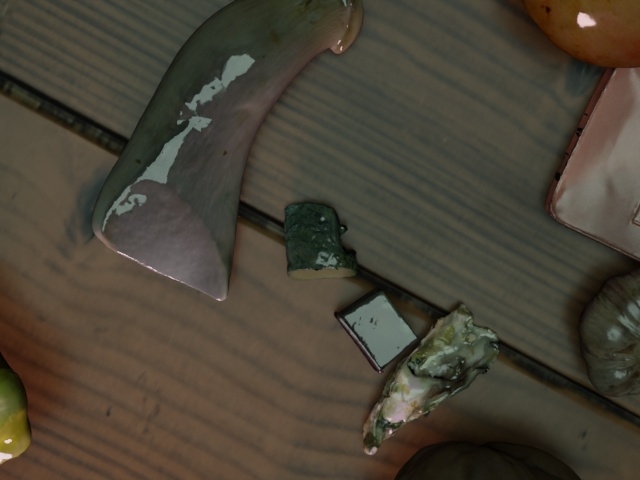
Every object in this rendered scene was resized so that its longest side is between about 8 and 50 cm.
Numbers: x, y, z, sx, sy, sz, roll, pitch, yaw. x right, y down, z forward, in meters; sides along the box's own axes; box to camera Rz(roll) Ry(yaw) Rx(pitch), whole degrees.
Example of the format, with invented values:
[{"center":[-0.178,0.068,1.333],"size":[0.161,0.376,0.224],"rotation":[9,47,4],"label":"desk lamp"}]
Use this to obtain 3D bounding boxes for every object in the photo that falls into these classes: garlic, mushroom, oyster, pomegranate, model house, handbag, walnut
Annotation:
[{"center":[0.358,0.097,1.880],"size":[0.147,0.102,0.159],"rotation":[9,114,-22],"label":"garlic"},{"center":[-0.099,-0.147,1.855],"size":[0.177,0.126,0.397],"rotation":[27,94,-12],"label":"mushroom"},{"center":[0.117,0.154,1.919],"size":[0.200,0.061,0.106],"rotation":[-27,92,-5],"label":"oyster"},{"center":[0.335,-0.304,1.791],"size":[0.229,0.270,0.252],"rotation":[-36,60,28],"label":"pomegranate"},{"center":[0.000,0.000,1.904],"size":[0.079,0.066,0.083],"rotation":[-6,77,11],"label":"model house"},{"center":[0.362,-0.092,1.888],"size":[0.157,0.059,0.212],"rotation":[25,96,-1],"label":"handbag"},{"center":[0.180,0.353,1.840],"size":[0.227,0.273,0.273],"rotation":[-9,95,33],"label":"walnut"}]

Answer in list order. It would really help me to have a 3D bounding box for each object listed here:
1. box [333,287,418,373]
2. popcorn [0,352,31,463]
[{"center":[0.064,0.100,1.907],"size":[0.063,0.060,0.084],"rotation":[-38,92,-2],"label":"box"},{"center":[-0.485,0.192,1.801],"size":[0.312,0.312,0.312],"rotation":[0,95,0],"label":"popcorn"}]
